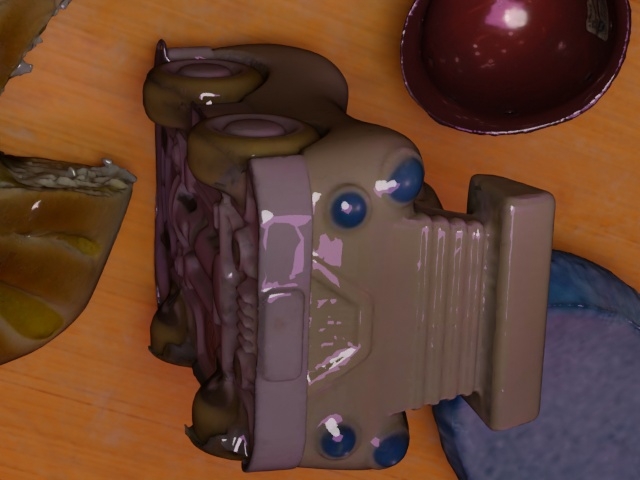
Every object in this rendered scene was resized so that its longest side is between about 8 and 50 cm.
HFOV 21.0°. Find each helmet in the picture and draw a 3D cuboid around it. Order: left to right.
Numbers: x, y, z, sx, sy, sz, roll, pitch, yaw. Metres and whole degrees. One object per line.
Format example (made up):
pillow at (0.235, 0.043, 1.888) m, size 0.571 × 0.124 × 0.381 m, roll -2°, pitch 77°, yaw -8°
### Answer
helmet at (0.139, -0.163, 1.312) m, size 0.175 × 0.106 × 0.155 m, roll -35°, pitch 110°, yaw 6°

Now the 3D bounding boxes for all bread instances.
bread at (-0.288, -0.051, 1.223) m, size 0.333 × 0.160 × 0.333 m, roll -3°, pitch 107°, yaw -10°

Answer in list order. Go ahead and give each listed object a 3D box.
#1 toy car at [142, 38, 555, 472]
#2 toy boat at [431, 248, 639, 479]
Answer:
toy car at (0.000, 0.000, 1.213) m, size 0.226 × 0.336 × 0.242 m, roll -3°, pitch 109°, yaw -14°
toy boat at (0.203, 0.134, 1.442) m, size 0.215 × 0.123 × 0.330 m, roll -33°, pitch 124°, yaw 8°
